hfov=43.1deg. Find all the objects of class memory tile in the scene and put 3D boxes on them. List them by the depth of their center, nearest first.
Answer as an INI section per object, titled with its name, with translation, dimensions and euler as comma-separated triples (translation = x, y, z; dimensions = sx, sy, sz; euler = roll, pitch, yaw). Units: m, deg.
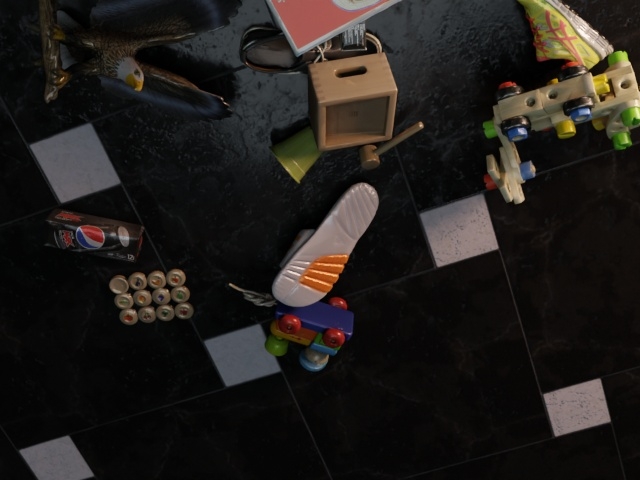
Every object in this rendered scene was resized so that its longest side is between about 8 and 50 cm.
[memory tile]
translation = -0.324, 0.110, 1.559
dimensions = 0.148, 0.012, 0.113
euler = -6, 117, 3

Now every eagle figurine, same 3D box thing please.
[eagle figurine]
translation = -0.291, -0.295, 1.283
dimensions = 0.298, 0.225, 0.226
euler = -10, 166, -28

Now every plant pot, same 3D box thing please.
[plant pot]
translation = -0.033, -0.154, 1.397
dimensions = 0.079, 0.083, 0.083
euler = -39, 112, 4

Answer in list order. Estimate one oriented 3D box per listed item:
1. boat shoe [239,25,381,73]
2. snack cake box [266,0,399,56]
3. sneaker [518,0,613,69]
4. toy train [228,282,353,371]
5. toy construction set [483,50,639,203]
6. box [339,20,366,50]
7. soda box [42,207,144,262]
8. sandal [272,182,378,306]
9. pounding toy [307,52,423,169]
[boat shoe]
translation = -0.016, -0.302, 1.316
dimensions = 0.233, 0.079, 0.084
euler = 2, 115, -3
[snack cake box]
translation = 0.047, -0.377, 1.064
dimensions = 0.264, 0.089, 0.152
euler = -25, 116, 12
[sneaker]
translation = 0.370, -0.335, 1.300
dimensions = 0.208, 0.081, 0.094
euler = 35, 114, -17
[toy train]
translation = -0.074, 0.162, 1.548
dimensions = 0.248, 0.105, 0.143
euler = 18, 129, -9
[toy construction set]
translation = 0.400, -0.194, 1.335
dimensions = 0.328, 0.151, 0.215
euler = -30, 157, 21
[box]
translation = 0.044, -0.398, 1.207
dimensions = 0.045, 0.184, 0.190
euler = -3, 116, 0
[soda box]
translation = -0.411, -0.009, 1.471
dimensions = 0.169, 0.060, 0.053
euler = 11, 116, -6
[sandal]
translation = 0.008, 0.005, 1.482
dimensions = 0.102, 0.076, 0.265
euler = 38, 90, -27
[pounding toy]
translation = 0.074, -0.212, 1.353
dimensions = 0.181, 0.094, 0.206
euler = -11, 150, -6
